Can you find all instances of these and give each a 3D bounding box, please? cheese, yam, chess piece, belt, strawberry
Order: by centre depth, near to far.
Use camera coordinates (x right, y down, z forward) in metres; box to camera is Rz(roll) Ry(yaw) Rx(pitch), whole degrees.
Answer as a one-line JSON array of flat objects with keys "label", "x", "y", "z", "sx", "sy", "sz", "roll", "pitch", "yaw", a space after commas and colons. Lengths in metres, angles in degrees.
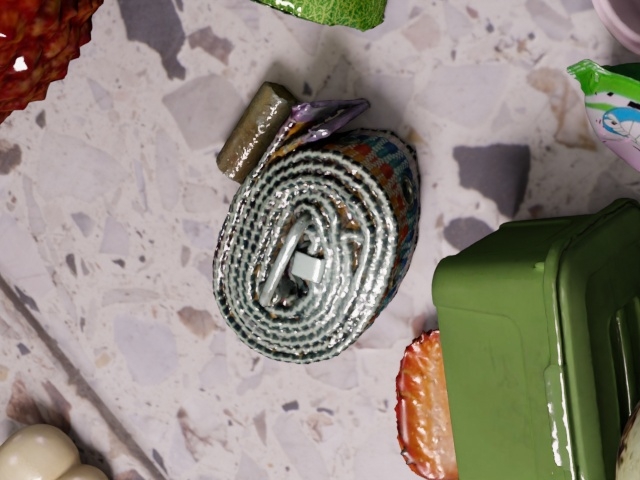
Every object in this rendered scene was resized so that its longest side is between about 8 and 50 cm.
[{"label": "cheese", "x": 0.378, "y": -0.081, "z": 1.187, "sx": 0.320, "sy": 0.204, "sz": 0.083, "roll": 36, "pitch": 87, "yaw": -5}, {"label": "belt", "x": 0.000, "y": 0.000, "z": 1.376, "sx": 0.207, "sy": 0.160, "sz": 0.295, "roll": 35, "pitch": 116, "yaw": 11}, {"label": "strawberry", "x": 0.147, "y": 0.192, "z": 1.423, "sx": 0.121, "sy": 0.082, "sz": 0.188, "roll": -4, "pitch": 94, "yaw": 4}, {"label": "yam", "x": -0.075, "y": -0.129, "z": 1.434, "sx": 0.054, "sy": 0.054, "sz": 0.132, "roll": 40, "pitch": 117, "yaw": 8}, {"label": "chess piece", "x": -0.329, "y": 0.380, "z": 1.641, "sx": 0.299, "sy": 0.167, "sz": 0.167, "roll": 47, "pitch": 117, "yaw": 9}]

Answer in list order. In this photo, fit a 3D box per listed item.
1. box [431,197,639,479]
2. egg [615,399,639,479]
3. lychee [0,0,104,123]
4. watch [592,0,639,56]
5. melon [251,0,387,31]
[{"label": "box", "x": 0.243, "y": 0.136, "z": 1.269, "sx": 0.178, "sy": 0.253, "sz": 0.328, "roll": -2, "pitch": 103, "yaw": 33}, {"label": "egg", "x": 0.464, "y": 0.196, "z": 1.139, "sx": 0.379, "sy": 0.287, "sz": 0.287, "roll": -11, "pitch": 103, "yaw": -11}, {"label": "lychee", "x": -0.428, "y": -0.336, "z": 1.337, "sx": 0.425, "sy": 0.424, "sz": 0.500, "roll": 33, "pitch": 71, "yaw": 12}, {"label": "watch", "x": 0.386, "y": -0.252, "z": 1.141, "sx": 0.217, "sy": 0.211, "sz": 0.248, "roll": -24, "pitch": 86, "yaw": 45}, {"label": "melon", "x": -0.043, "y": -0.348, "z": 1.316, "sx": 0.265, "sy": 0.129, "sz": 0.169, "roll": 27, "pitch": 111, "yaw": 15}]
